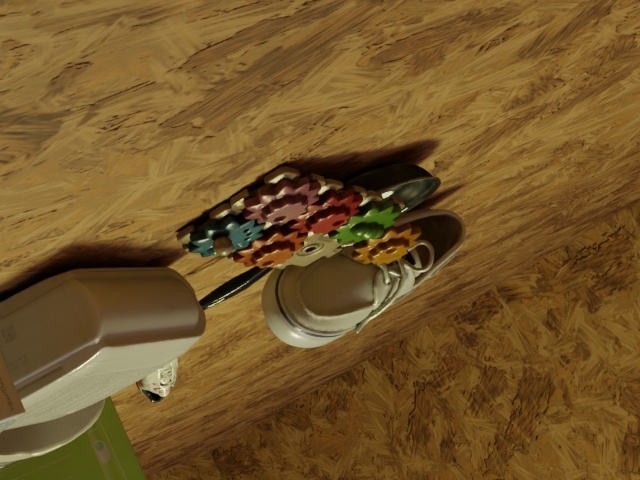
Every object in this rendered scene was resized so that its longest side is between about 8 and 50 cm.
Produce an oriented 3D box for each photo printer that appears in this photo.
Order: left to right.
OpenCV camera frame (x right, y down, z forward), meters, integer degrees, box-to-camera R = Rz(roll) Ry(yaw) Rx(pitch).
[{"bbox_3d":[-0.276,0.119,1.629,0.256,0.107,0.307,-28,171,17],"label":"photo printer"}]

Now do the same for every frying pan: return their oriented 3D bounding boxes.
[{"bbox_3d":[0.004,-0.012,1.817,0.326,0.053,0.197,-31,167,37],"label":"frying pan"}]

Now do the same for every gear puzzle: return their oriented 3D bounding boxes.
[{"bbox_3d":[0.000,0.000,1.679,0.175,0.044,0.339,-31,156,28],"label":"gear puzzle"}]

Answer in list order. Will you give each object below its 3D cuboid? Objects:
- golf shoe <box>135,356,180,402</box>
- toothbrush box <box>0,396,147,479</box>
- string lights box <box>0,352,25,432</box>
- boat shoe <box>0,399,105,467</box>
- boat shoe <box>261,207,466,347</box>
[{"bbox_3d":[-0.224,0.175,2.135,0.067,0.086,0.186,-20,168,-22],"label":"golf shoe"},{"bbox_3d":[-0.350,0.326,2.020,0.206,0.283,0.122,-23,171,-17],"label":"toothbrush box"},{"bbox_3d":[-0.410,0.144,1.336,0.259,0.133,0.077,-17,168,-42],"label":"string lights box"},{"bbox_3d":[-0.438,0.229,1.826,0.340,0.127,0.158,-14,174,-19],"label":"boat shoe"},{"bbox_3d":[0.082,0.032,2.014,0.367,0.136,0.156,-20,169,-48],"label":"boat shoe"}]
